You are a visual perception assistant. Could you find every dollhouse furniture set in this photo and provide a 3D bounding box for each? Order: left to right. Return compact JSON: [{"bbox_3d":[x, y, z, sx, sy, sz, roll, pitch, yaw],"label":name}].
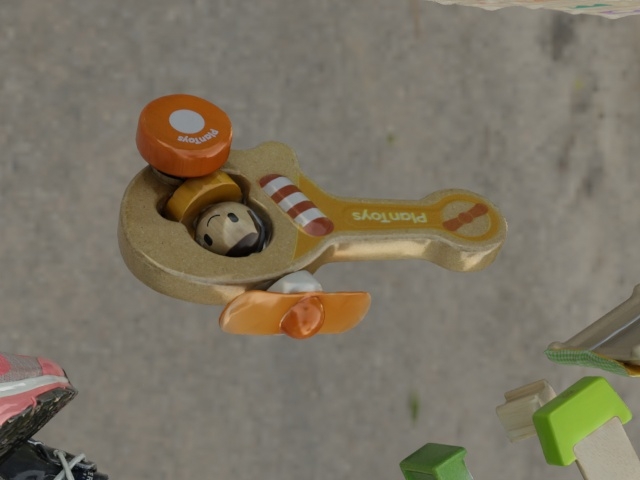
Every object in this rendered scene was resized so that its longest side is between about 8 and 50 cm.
[{"bbox_3d":[0.110,0.075,0.730,0.151,0.076,0.059,-32,100,-22],"label":"dollhouse furniture set"}]

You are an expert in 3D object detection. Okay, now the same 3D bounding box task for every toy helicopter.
[{"bbox_3d":[0.000,0.000,1.613,0.235,0.355,0.140,-107,-156,-45],"label":"toy helicopter"}]

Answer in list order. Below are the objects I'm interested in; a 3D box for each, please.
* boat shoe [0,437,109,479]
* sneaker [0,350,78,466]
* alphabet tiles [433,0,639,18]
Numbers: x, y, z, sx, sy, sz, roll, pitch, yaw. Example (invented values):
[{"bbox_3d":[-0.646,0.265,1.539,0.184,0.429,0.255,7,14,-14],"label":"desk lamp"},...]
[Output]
[{"bbox_3d":[-0.234,0.231,1.634,0.301,0.102,0.108,48,28,-24],"label":"boat shoe"},{"bbox_3d":[-0.284,0.101,1.305,0.136,0.116,0.314,52,18,11],"label":"sneaker"},{"bbox_3d":[0.179,-0.164,1.179,0.284,0.278,0.021,-4,94,-53],"label":"alphabet tiles"}]
